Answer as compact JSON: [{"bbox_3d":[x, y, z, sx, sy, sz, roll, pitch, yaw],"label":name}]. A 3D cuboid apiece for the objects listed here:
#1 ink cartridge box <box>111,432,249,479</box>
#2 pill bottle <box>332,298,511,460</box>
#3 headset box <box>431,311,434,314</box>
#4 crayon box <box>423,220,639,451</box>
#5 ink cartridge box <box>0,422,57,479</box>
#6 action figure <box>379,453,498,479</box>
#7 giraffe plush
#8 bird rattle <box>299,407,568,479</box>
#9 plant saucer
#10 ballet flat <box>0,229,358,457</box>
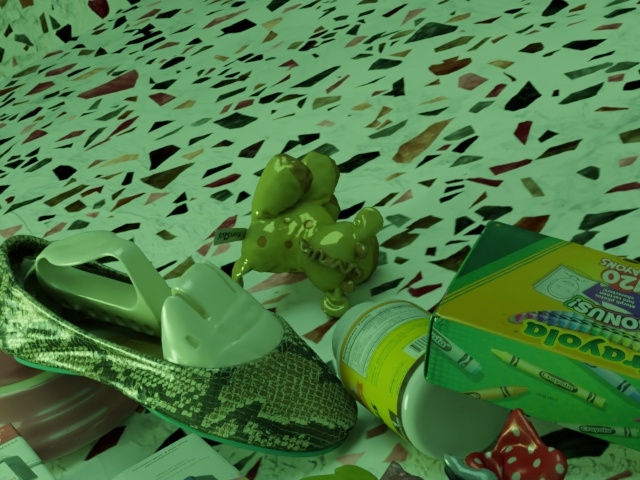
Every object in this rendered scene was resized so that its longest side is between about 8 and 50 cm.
[{"bbox_3d":[-0.079,0.277,1.252,0.093,0.154,0.212,-28,23,-17],"label":"ink cartridge box"},{"bbox_3d":[0.091,0.129,1.471,0.117,0.117,0.215,-28,24,-14],"label":"pill bottle"},{"bbox_3d":[0.151,0.092,1.609,0.083,0.032,0.062,-38,27,-31],"label":"headset box"},{"bbox_3d":[0.250,0.091,1.322,0.278,0.081,0.165,17,38,17],"label":"crayon box"},{"bbox_3d":[-0.342,0.294,1.532,0.158,0.092,0.218,-30,26,-18],"label":"ink cartridge box"},{"bbox_3d":[0.004,0.329,0.973,0.275,0.248,0.370,20,56,44],"label":"action figure"},{"bbox_3d":[0.000,0.000,1.811,0.170,0.181,0.210,21,33,29],"label":"giraffe plush"},{"bbox_3d":[0.112,0.262,1.220,0.253,0.143,0.207,-8,36,1],"label":"bird rattle"},{"bbox_3d":[-0.371,0.159,1.791,0.332,0.084,0.332,-8,25,4],"label":"plant saucer"},{"bbox_3d":[-0.180,0.088,1.583,0.482,0.182,0.164,15,34,33],"label":"ballet flat"}]
